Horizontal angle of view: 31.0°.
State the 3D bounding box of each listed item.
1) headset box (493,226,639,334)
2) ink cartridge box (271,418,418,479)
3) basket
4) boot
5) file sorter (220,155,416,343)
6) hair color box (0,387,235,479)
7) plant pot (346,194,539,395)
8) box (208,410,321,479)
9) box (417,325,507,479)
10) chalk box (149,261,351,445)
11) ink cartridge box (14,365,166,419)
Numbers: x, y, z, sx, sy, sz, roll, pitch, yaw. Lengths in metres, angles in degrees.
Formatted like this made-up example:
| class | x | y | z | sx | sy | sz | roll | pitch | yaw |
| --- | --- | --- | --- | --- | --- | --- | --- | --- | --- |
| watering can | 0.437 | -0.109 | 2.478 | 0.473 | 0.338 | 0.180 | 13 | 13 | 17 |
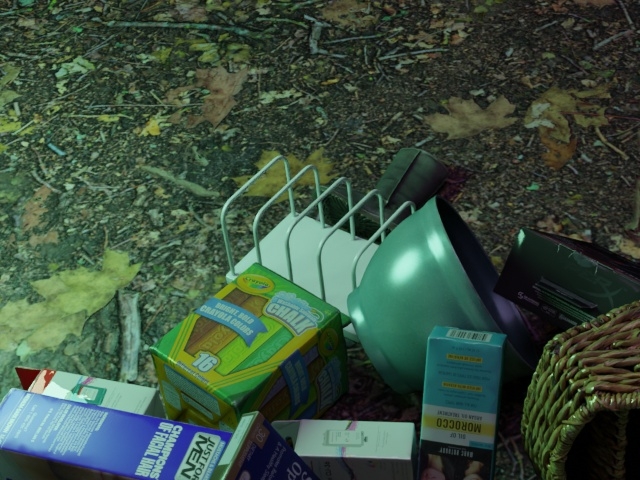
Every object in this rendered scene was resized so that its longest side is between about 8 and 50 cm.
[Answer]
| class | x | y | z | sx | sy | sz | roll | pitch | yaw |
| --- | --- | --- | --- | --- | --- | --- | --- | --- | --- |
| headset box | 0.404 | 0.080 | 1.656 | 0.218 | 0.110 | 0.293 | 29 | 11 | 34 |
| ink cartridge box | 0.031 | 0.306 | 1.577 | 0.198 | 0.115 | 0.067 | 0 | 43 | 10 |
| basket | 0.390 | 0.262 | 1.433 | 0.213 | 0.299 | 0.223 | -21 | 43 | -14 |
| boot | 0.108 | -0.098 | 2.030 | 0.190 | 0.076 | 0.208 | 30 | 56 | 3 |
| file sorter | 0.000 | 0.000 | 1.879 | 0.278 | 0.173 | 0.193 | 22 | 49 | 29 |
| hair color box | -0.270 | 0.322 | 1.552 | 0.339 | 0.185 | 0.110 | 7 | 44 | 17 |
| plant pot | 0.163 | 0.108 | 1.686 | 0.196 | 0.293 | 0.293 | -32 | 40 | 14 |
| box | -0.049 | 0.344 | 1.476 | 0.036 | 0.225 | 0.136 | -17 | 32 | 37 |
| box | 0.186 | 0.242 | 1.532 | 0.101 | 0.244 | 0.060 | 6 | 13 | 14 |
| chalk box | -0.077 | 0.169 | 1.697 | 0.180 | 0.179 | 0.289 | 26 | 52 | 32 |
| ink cartridge box | -0.341 | 0.264 | 1.664 | 0.231 | 0.134 | 0.078 | 7 | 44 | 17 |
